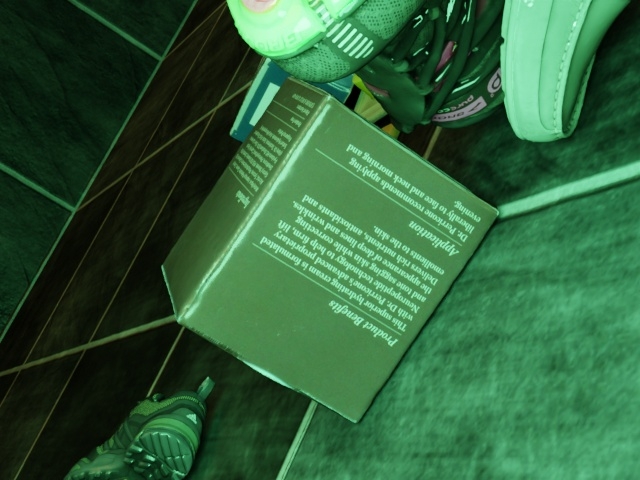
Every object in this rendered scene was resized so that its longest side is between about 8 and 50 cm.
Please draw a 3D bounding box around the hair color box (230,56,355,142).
[{"bbox_3d":[0.009,-0.277,1.414,0.174,0.105,0.347,-54,13,54],"label":"hair color box"}]

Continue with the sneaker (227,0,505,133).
[{"bbox_3d":[0.083,-0.180,0.846,0.185,0.202,0.483,-27,6,23],"label":"sneaker"}]

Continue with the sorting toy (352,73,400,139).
[{"bbox_3d":[0.091,-0.212,1.236,0.196,0.047,0.347,-35,29,50],"label":"sorting toy"}]

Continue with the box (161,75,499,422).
[{"bbox_3d":[0.000,0.000,0.919,0.203,0.168,0.167,-55,18,4],"label":"box"}]

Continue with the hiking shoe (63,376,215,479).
[{"bbox_3d":[-0.184,0.222,1.201,0.227,0.086,0.114,-33,16,41],"label":"hiking shoe"}]

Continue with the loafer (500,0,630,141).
[{"bbox_3d":[0.195,-0.211,0.765,0.112,0.111,0.319,-44,-33,-56],"label":"loafer"}]
